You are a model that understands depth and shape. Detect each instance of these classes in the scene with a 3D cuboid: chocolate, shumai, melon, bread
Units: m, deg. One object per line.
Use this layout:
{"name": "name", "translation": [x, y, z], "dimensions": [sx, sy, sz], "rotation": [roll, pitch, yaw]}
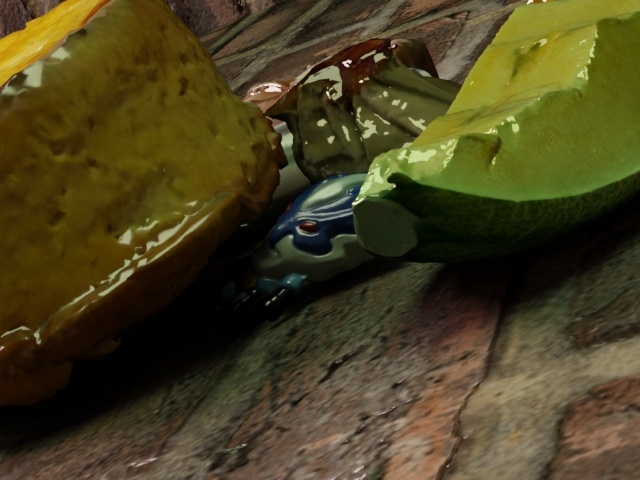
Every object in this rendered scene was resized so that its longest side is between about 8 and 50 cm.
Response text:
{"name": "chocolate", "translation": [0.002, -0.118, 1.613], "dimensions": [0.214, 0.093, 0.148], "rotation": [-18, 12, 20]}
{"name": "shumai", "translation": [0.057, -0.097, 1.333], "dimensions": [0.201, 0.120, 0.201], "rotation": [-18, 24, 8]}
{"name": "melon", "translation": [0.126, -0.055, 1.097], "dimensions": [0.196, 0.124, 0.323], "rotation": [-14, 20, 42]}
{"name": "bread", "translation": [-0.214, -0.029, 1.280], "dimensions": [0.398, 0.215, 0.398], "rotation": [-31, 16, 10]}

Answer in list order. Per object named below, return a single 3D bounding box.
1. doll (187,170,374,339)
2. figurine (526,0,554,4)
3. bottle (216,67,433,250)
{"name": "doll", "translation": [0.000, 0.000, 1.210], "dimensions": [0.195, 0.070, 0.096], "rotation": [-34, 32, -8]}
{"name": "figurine", "translation": [0.246, -0.143, 1.270], "dimensions": [0.246, 0.131, 0.156], "rotation": [9, 8, 43]}
{"name": "bottle", "translation": [-0.008, -0.063, 1.458], "dimensions": [0.254, 0.079, 0.096], "rotation": [-24, 46, -9]}
